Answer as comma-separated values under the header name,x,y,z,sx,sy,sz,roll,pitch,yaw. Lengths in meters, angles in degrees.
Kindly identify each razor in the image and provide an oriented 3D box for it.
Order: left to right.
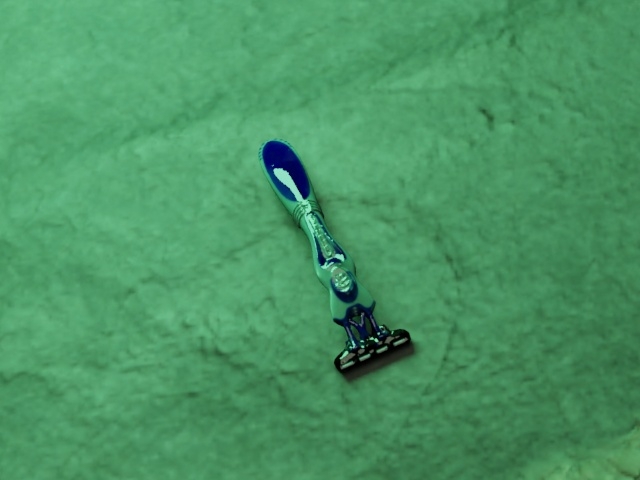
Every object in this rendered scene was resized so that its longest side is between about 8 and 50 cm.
name,x,y,z,sx,sy,sz,roll,pitch,yaw
razor,0.000,-0.002,1.097,0.044,0.028,0.154,-22,61,-6
